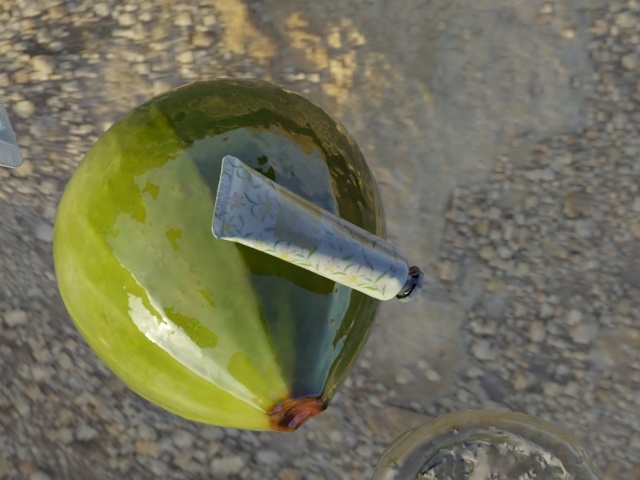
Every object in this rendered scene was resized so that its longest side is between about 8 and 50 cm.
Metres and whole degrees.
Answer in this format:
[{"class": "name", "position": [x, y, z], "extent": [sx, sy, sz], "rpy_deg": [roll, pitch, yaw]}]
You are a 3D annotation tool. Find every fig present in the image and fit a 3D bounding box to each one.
[{"class": "fig", "position": [-0.075, 0.027, 1.328], "extent": [0.316, 0.316, 0.316], "rpy_deg": [-2, 96, -18]}]

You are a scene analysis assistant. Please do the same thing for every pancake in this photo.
[{"class": "pancake", "position": [0.096, 0.169, 0.883], "extent": [0.152, 0.025, 0.151], "rpy_deg": [2, 99, 10]}]

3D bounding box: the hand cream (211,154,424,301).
[{"class": "hand cream", "position": [0.000, 0.000, 1.165], "extent": [0.194, 0.042, 0.067], "rpy_deg": [26, 65, -35]}]

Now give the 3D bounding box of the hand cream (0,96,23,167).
[{"class": "hand cream", "position": [-0.349, -0.216, 1.201], "extent": [0.118, 0.185, 0.358], "rpy_deg": [-33, 66, 23]}]
